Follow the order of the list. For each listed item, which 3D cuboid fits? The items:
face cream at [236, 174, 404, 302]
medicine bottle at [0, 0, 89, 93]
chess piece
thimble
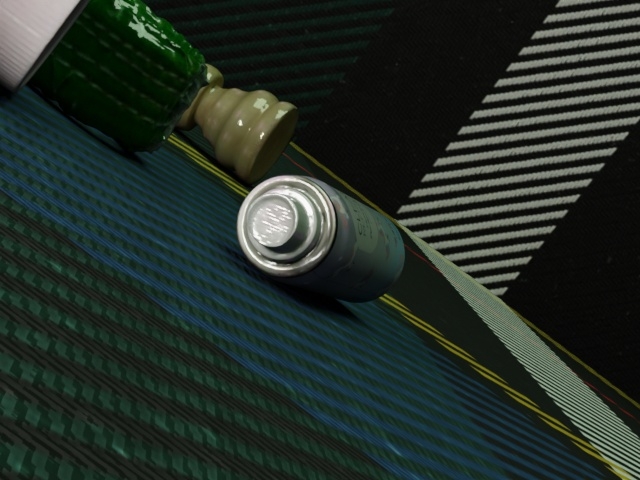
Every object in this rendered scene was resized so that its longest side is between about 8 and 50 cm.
[{"bbox_3d":[0.000,0.000,1.078,0.075,0.075,0.229,39,5,15],"label":"face cream"},{"bbox_3d":[-0.247,-0.209,0.918,0.249,0.133,0.133,37,4,-11],"label":"medicine bottle"},{"bbox_3d":[-0.115,-0.135,1.548,0.170,0.094,0.094,31,3,12],"label":"chess piece"},{"bbox_3d":[-0.149,-0.127,1.105,0.130,0.090,0.118,37,7,5],"label":"thimble"}]
